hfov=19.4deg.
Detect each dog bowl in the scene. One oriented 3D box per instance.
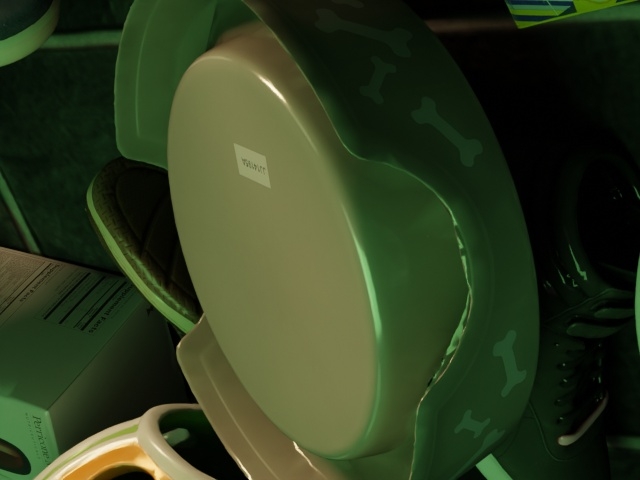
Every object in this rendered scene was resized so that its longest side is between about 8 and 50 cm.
[{"bbox_3d":[0.000,0.000,1.101,0.349,0.102,0.348,42,143,44],"label":"dog bowl"}]

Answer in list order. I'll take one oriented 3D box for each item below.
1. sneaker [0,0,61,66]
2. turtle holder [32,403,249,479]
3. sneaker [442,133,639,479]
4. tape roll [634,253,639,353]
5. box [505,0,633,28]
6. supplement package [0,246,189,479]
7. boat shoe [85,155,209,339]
[{"bbox_3d":[-0.320,-0.233,1.197,0.350,0.131,0.148,27,143,13],"label":"sneaker"},{"bbox_3d":[-0.073,0.244,1.288,0.320,0.243,0.227,18,107,-24],"label":"turtle holder"},{"bbox_3d":[0.154,0.062,1.147,0.147,0.104,0.295,0,122,42],"label":"sneaker"},{"bbox_3d":[0.355,0.058,0.979,0.392,0.072,0.392,18,125,28],"label":"tape roll"},{"bbox_3d":[0.169,-0.162,0.972,0.169,0.054,0.059,-9,121,41],"label":"box"},{"bbox_3d":[-0.228,0.129,1.449,0.203,0.149,0.194,12,133,28],"label":"supplement package"},{"bbox_3d":[-0.072,0.051,1.312,0.257,0.095,0.095,44,145,-8],"label":"boat shoe"}]
